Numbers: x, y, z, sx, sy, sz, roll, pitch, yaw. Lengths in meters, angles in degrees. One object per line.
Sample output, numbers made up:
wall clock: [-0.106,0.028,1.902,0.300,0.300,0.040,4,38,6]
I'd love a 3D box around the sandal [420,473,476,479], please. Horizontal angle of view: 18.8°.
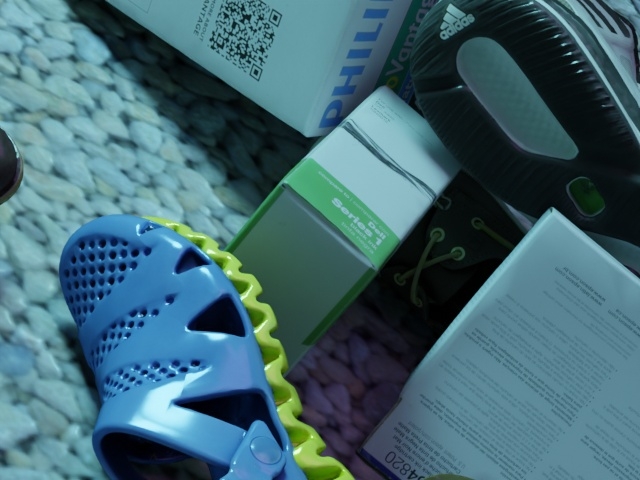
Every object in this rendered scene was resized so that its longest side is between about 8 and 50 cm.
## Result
sandal: [0.063,0.209,1.289,0.180,0.049,0.072,-23,59,-40]

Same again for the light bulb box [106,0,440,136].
light bulb box: [-0.015,-0.325,1.541,0.361,0.358,0.225,36,27,27]

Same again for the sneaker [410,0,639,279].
sneaker: [0.254,-0.034,1.489,0.447,0.169,0.257,57,27,-9]

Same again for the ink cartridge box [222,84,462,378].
ink cartridge box: [0.000,0.000,1.384,0.092,0.160,0.219,41,31,1]

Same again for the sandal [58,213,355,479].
sandal: [-0.085,0.109,1.194,0.138,0.126,0.317,-4,49,-44]

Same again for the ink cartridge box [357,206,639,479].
ink cartridge box: [0.178,0.130,1.369,0.223,0.224,0.045,40,6,1]

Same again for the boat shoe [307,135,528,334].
boat shoe: [0.114,0.022,1.527,0.305,0.109,0.091,37,25,-9]

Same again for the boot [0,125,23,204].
boot: [-0.298,-0.110,1.182,0.248,0.207,0.090,27,71,0]
